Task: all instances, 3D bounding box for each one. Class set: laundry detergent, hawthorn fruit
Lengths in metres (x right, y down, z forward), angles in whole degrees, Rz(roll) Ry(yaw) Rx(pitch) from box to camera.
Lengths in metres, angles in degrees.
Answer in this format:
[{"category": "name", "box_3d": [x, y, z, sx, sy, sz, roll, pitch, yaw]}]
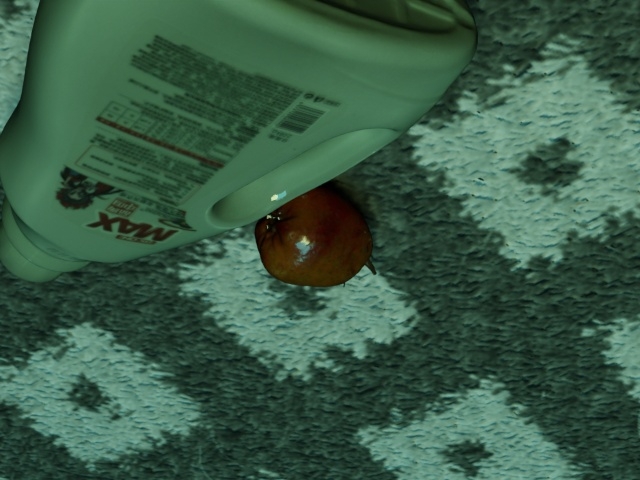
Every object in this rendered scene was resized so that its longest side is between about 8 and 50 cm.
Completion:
[{"category": "laundry detergent", "box_3d": [-0.104, -0.077, 0.941, 0.264, 0.125, 0.398, 16, 144, -30]}, {"category": "hawthorn fruit", "box_3d": [0.000, 0.000, 1.038, 0.093, 0.081, 0.081, 22, 134, -30]}]
